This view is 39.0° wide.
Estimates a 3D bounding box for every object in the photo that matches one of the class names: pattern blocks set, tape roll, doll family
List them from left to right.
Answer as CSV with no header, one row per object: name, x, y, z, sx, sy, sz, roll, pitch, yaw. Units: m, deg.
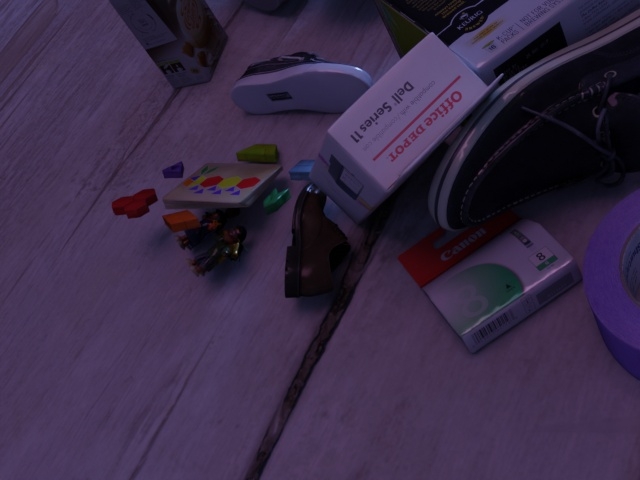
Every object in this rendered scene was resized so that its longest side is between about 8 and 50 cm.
doll family,-0.174,-0.008,1.497,0.111,0.076,0.193,-40,41,2
pattern blocks set,-0.167,-0.091,1.530,0.325,0.026,0.285,10,37,40
tape roll,0.455,0.046,1.059,0.275,0.090,0.275,-16,46,18

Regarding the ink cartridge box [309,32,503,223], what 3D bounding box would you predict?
ink cartridge box,0.106,-0.155,1.267,0.119,0.353,0.207,45,80,1

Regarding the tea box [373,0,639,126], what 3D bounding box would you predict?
tea box,0.312,-0.343,1.386,0.329,0.220,0.323,-35,44,-1

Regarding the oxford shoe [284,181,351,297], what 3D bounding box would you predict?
oxford shoe,0.000,0.000,1.395,0.096,0.083,0.227,1,49,4

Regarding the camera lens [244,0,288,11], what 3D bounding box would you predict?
camera lens,-0.077,-0.644,1.878,0.219,0.219,0.274,24,68,42

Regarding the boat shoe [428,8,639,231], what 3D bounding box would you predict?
boat shoe,0.365,-0.159,1.210,0.500,0.187,0.156,-32,54,-9

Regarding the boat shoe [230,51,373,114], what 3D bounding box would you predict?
boat shoe,-0.028,-0.296,1.640,0.301,0.108,0.102,0,55,40

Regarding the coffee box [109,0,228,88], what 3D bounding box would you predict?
coffee box,-0.303,-0.449,1.827,0.098,0.246,0.141,-6,51,28

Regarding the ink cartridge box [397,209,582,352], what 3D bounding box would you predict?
ink cartridge box,0.220,0.025,1.247,0.181,0.056,0.224,-35,45,0
